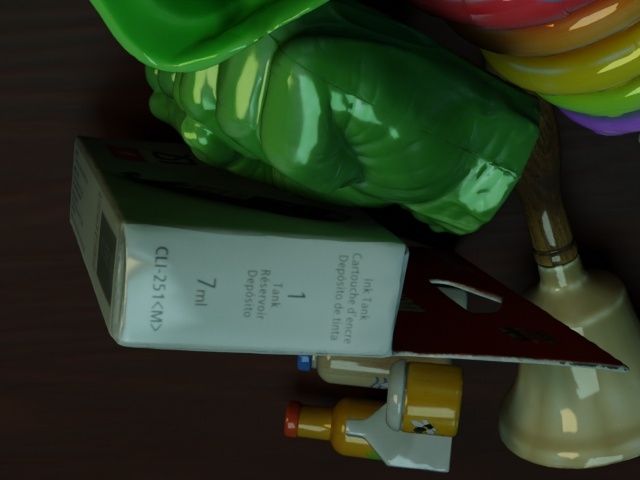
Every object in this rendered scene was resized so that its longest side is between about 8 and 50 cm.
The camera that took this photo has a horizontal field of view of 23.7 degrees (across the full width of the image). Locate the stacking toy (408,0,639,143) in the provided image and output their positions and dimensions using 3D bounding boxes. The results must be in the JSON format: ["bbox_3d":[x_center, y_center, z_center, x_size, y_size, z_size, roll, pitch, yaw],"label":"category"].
[{"bbox_3d":[0.148,-0.112,0.756,0.175,0.166,0.302,14,158,42],"label":"stacking toy"}]

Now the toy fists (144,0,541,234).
[{"bbox_3d":[-0.011,-0.072,0.735,0.142,0.279,0.096,26,95,-17],"label":"toy fists"}]

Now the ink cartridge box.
[{"bbox_3d":[0.000,0.000,0.787,0.239,0.275,0.060,3,101,-14],"label":"ink cartridge box"}]

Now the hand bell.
[{"bbox_3d":[0.136,-0.002,0.883,0.126,0.126,0.242,-11,116,16],"label":"hand bell"}]

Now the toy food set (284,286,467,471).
[{"bbox_3d":[0.029,0.079,0.922,0.104,0.111,0.232,6,172,3],"label":"toy food set"}]

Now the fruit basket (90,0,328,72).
[{"bbox_3d":[-0.080,-0.237,0.485,0.283,0.392,0.392,-26,122,26],"label":"fruit basket"}]
